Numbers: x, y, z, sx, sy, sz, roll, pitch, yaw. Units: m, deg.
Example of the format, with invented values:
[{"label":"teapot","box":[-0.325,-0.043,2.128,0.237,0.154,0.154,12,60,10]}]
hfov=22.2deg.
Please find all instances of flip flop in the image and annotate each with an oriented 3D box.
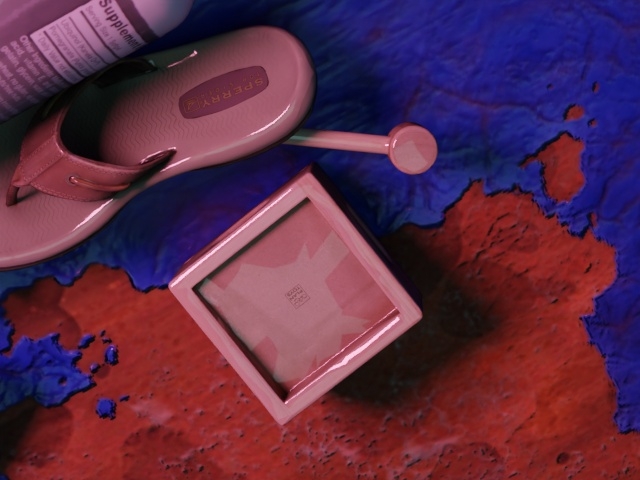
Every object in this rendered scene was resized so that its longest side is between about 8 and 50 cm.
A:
[{"label":"flip flop","box":[-0.135,-0.069,1.067,0.277,0.080,0.112,-21,76,7]}]

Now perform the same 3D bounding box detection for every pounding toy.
[{"label":"pounding toy","box":[-0.001,-0.011,1.145,0.206,0.094,0.181,-38,95,7]}]

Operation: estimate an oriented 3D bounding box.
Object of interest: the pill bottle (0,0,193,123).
[{"label":"pill bottle","box":[-0.187,-0.175,0.991,0.318,0.176,0.176,-28,115,3]}]
